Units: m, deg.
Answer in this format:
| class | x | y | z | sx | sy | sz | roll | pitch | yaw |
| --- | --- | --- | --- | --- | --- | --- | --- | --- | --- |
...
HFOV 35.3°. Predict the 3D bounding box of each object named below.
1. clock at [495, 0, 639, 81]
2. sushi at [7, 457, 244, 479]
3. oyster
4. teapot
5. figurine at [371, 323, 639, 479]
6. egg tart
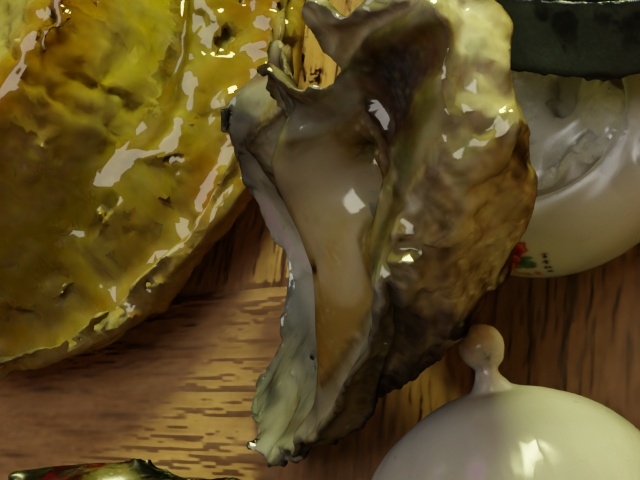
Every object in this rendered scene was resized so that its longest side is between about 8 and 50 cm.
| class | x | y | z | sx | sy | sz | roll | pitch | yaw |
| --- | --- | --- | --- | --- | --- | --- | --- | --- | --- |
| clock | 0.148 | -0.147 | 0.487 | 0.214 | 0.042 | 0.215 | -8 | 38 | 6 |
| sushi | -0.088 | 0.190 | 0.523 | 0.212 | 0.115 | 0.147 | 3 | 71 | 36 |
| oyster | 0.010 | -0.002 | 0.480 | 0.100 | 0.275 | 0.271 | -15 | 29 | -21 |
| teapot | 0.122 | -0.048 | 0.498 | 0.226 | 0.092 | 0.145 | 19 | 84 | 38 |
| figurine | 0.082 | 0.164 | 0.399 | 0.182 | 0.144 | 0.257 | -31 | 51 | 25 |
| egg tart | -0.213 | -0.122 | 0.714 | 0.443 | 0.178 | 0.443 | -14 | 64 | 30 |
